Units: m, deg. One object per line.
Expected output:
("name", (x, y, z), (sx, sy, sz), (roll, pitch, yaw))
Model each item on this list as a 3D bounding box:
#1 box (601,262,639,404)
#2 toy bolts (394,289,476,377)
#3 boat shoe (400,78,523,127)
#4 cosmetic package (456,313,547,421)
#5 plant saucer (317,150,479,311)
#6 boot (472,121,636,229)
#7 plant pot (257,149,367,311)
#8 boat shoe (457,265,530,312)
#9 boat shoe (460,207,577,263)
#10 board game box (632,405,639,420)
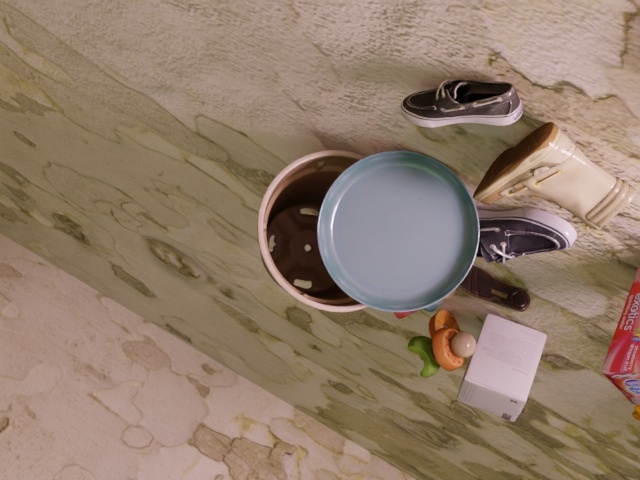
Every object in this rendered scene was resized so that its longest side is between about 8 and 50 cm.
("box", (0.622, 0.161, 1.677), (0.123, 0.256, 0.128), (43, 153, -28))
("toy bolts", (0.298, 0.180, 2.231), (0.159, 0.218, 0.228), (-25, 94, 40))
("boat shoe", (0.231, -0.242, 1.584), (0.219, 0.077, 0.070), (3, 145, 31))
("cosmetic package", (0.430, 0.303, 2.227), (0.152, 0.183, 0.151), (20, 152, 11))
("plant saucer", (0.153, -0.018, 1.852), (0.318, 0.317, 0.044), (28, -177, 5))
("boot", (0.406, -0.087, 1.655), (0.203, 0.095, 0.262), (33, 151, -9))
("plant pot", (0.000, 0.000, 2.038), (0.334, 0.333, 0.305), (34, 165, -7))
("boat shoe", (0.372, 0.115, 2.100), (0.190, 0.068, 0.072), (28, 166, 5))
("boat shoe", (0.355, -0.001, 1.852), (0.301, 0.102, 0.108), (8, 147, 40))
("board game box", (0.819, 0.419, 1.970), (0.390, 0.050, 0.390), (46, 170, 33))
